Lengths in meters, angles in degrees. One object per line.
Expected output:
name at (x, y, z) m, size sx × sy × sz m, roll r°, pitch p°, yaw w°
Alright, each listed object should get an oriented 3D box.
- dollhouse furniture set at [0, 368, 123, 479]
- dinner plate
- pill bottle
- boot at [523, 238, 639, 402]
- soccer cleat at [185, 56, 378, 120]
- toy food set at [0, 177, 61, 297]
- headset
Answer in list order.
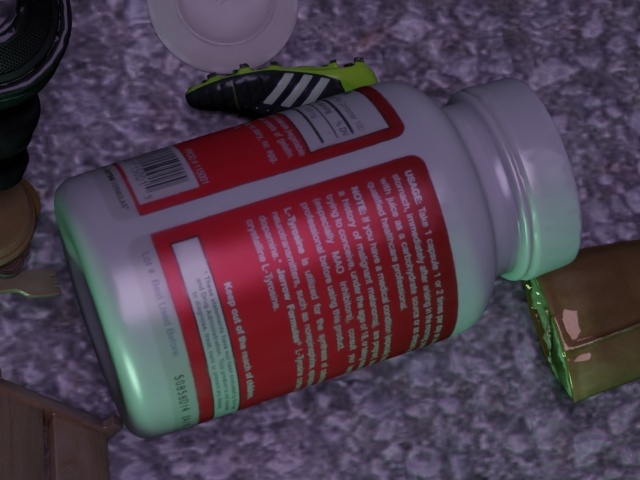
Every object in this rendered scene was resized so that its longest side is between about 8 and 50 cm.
dollhouse furniture set at (-0.294, 0.196, 1.439) m, size 0.355 × 0.174 × 0.303 m, roll 29°, pitch 34°, yaw -33°
dinner plate at (-0.088, -0.223, 1.570) m, size 0.141 × 0.017 × 0.141 m, roll 1°, pitch 81°, yaw -9°
pill bottle at (0.000, 0.000, 1.446) m, size 0.407 × 0.229 × 0.229 m, roll -18°, pitch 86°, yaw -12°
boot at (0.347, 0.099, 1.573) m, size 0.269 × 0.089 × 0.236 m, roll -16°, pitch 75°, yaw -12°
soccer cleat at (-0.032, -0.123, 1.545) m, size 0.179 × 0.060 × 0.072 m, roll -5°, pitch 85°, yaw -14°
toy food set at (-0.302, -0.021, 1.464) m, size 0.132 × 0.038 × 0.192 m, roll -4°, pitch 58°, yaw -26°
headset at (-0.305, -0.142, 1.365) m, size 0.185 × 0.243 × 0.394 m, roll 22°, pitch 51°, yaw -7°
